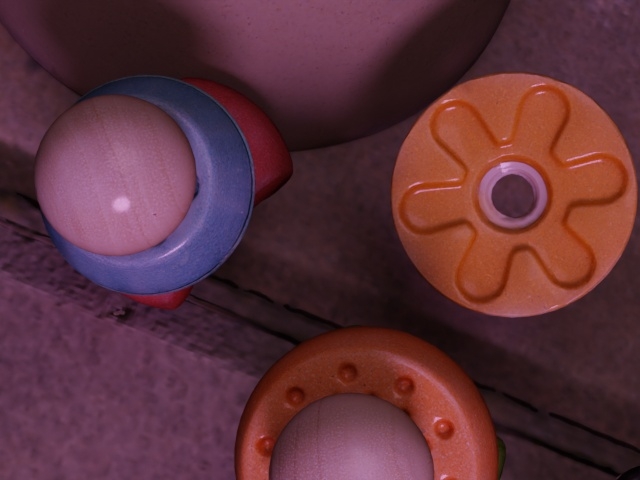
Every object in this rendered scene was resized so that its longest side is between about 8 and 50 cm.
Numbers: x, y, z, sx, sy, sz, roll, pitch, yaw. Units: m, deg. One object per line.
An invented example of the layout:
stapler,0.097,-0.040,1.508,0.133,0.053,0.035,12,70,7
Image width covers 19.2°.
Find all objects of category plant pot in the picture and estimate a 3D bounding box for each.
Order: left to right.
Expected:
plant pot,-0.019,-0.208,0.846,0.284,0.191,0.284,5,65,-11

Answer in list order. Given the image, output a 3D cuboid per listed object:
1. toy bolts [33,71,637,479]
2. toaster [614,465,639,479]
toy bolts,0.000,0.000,0.735,0.228,0.158,0.218,36,93,7
toaster,0.158,0.192,0.745,0.185,0.110,0.168,16,62,-6
